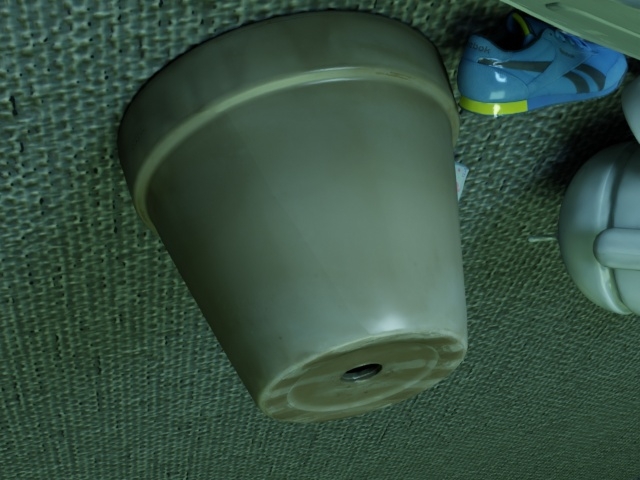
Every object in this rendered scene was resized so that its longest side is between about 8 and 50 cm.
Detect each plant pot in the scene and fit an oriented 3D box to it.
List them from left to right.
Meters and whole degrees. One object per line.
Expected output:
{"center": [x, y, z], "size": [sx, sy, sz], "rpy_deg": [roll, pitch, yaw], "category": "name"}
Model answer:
{"center": [0.000, 0.000, 1.090], "size": [0.323, 0.280, 0.323], "rpy_deg": [-13, 153, -7], "category": "plant pot"}

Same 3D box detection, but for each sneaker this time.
{"center": [0.214, -0.172, 1.119], "size": [0.209, 0.069, 0.082], "rpy_deg": [-15, 118, -33], "category": "sneaker"}

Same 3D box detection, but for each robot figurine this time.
{"center": [0.415, -0.010, 1.328], "size": [0.353, 0.200, 0.300], "rpy_deg": [5, -172, 38], "category": "robot figurine"}

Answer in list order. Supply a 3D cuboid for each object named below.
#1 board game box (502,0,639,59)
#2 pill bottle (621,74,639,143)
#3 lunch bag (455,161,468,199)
{"center": [0.222, -0.165, 0.843], "size": [0.390, 0.390, 0.050], "rpy_deg": [12, 106, -44], "category": "board game box"}
{"center": [0.430, -0.172, 1.149], "size": [0.153, 0.153, 0.264], "rpy_deg": [9, 145, -42], "category": "pill bottle"}
{"center": [0.112, -0.057, 1.301], "size": [0.071, 0.053, 0.083], "rpy_deg": [10, 134, -45], "category": "lunch bag"}
